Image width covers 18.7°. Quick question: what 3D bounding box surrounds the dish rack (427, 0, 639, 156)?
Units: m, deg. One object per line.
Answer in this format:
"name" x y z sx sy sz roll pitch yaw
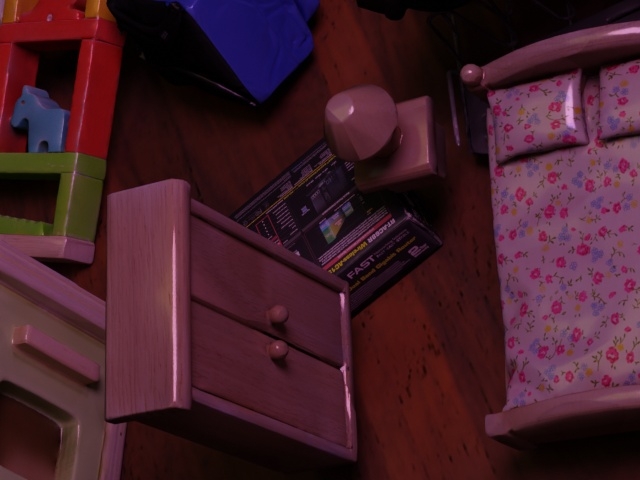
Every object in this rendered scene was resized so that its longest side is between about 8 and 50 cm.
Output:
"dish rack" 0.137 -0.183 1.089 0.208 0.074 0.272 -24 53 27

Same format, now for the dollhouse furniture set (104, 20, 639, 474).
"dollhouse furniture set" 0.090 0.037 0.911 0.355 0.174 0.303 -12 68 28

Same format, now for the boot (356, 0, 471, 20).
"boot" 0.180 -0.198 0.937 0.348 0.260 0.131 120 173 -45

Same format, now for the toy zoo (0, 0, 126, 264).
"toy zoo" -0.209 -0.133 1.316 0.192 0.030 0.293 3 83 39

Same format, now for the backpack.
"backpack" -0.067 -0.144 1.218 0.101 0.098 0.120 -46 33 -22

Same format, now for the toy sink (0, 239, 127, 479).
"toy sink" -0.203 0.083 1.154 0.131 0.153 0.234 -15 56 32

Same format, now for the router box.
"router box" 0.000 0.000 1.117 0.122 0.038 0.092 -39 47 15
